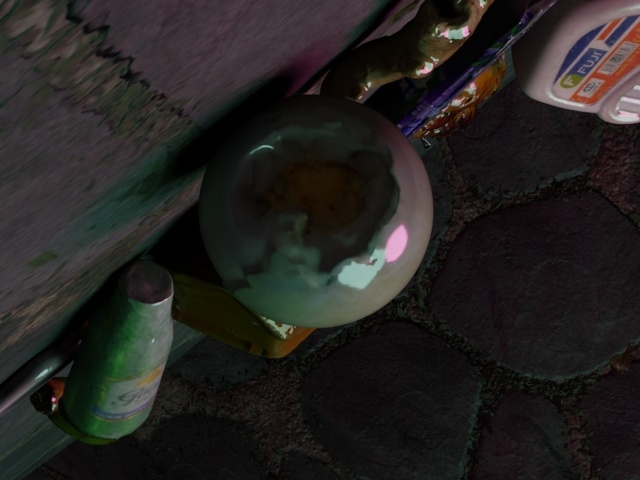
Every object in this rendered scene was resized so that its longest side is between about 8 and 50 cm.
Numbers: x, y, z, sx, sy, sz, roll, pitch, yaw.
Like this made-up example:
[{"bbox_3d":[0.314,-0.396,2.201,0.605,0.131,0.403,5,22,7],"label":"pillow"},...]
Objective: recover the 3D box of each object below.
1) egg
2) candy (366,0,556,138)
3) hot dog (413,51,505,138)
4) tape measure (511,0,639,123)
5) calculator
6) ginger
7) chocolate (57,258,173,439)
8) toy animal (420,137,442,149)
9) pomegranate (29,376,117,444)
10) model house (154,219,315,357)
[{"bbox_3d":[-0.004,-0.019,1.074,0.183,0.183,0.217,-38,171,-8],"label":"egg"},{"bbox_3d":[0.136,-0.188,1.525,0.088,0.061,0.312,-35,175,-44],"label":"candy"},{"bbox_3d":[0.178,-0.195,1.841,0.162,0.082,0.270,-41,176,21],"label":"hot dog"},{"bbox_3d":[0.387,-0.271,1.728,0.265,0.130,0.258,10,147,-22],"label":"tape measure"},{"bbox_3d":[-0.316,0.151,1.515,0.166,0.024,0.103,-41,177,19],"label":"calculator"},{"bbox_3d":[0.078,-0.157,1.075,0.288,0.075,0.089,-47,-164,42],"label":"ginger"},{"bbox_3d":[-0.204,0.110,1.439,0.110,0.110,0.291,-37,167,-32],"label":"chocolate"},{"bbox_3d":[0.167,-0.192,2.172,0.220,0.062,0.108,-41,-165,27],"label":"toy animal"},{"bbox_3d":[-0.286,0.200,1.731,0.143,0.122,0.169,-6,-161,30],"label":"pomegranate"},{"bbox_3d":[-0.039,-0.001,1.412,0.268,0.173,0.239,-44,172,-15],"label":"model house"}]
